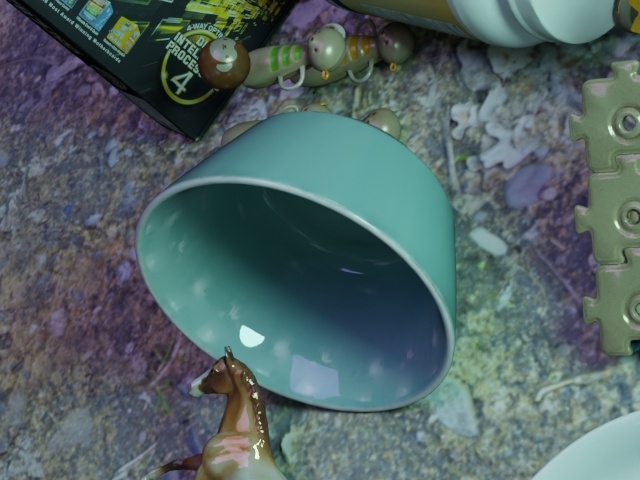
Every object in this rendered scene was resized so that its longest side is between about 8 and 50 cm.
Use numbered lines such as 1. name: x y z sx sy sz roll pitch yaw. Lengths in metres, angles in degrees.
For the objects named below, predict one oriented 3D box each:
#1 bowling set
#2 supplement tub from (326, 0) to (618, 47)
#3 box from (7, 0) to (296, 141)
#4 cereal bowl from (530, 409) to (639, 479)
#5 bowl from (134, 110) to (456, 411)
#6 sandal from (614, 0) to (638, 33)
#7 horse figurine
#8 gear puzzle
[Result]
1. bowling set: -0.018 -0.135 1.604 0.154 0.200 0.287 -10 62 31
2. supplement tub: 0.146 -0.317 1.561 0.316 0.228 0.228 20 77 43
3. box: -0.187 -0.340 1.714 0.097 0.395 0.318 26 80 46
4. cereal bowl: 0.281 0.296 1.140 0.339 0.141 0.339 -19 54 28
5. bowl: 0.000 0.000 1.460 0.311 0.311 0.163 -5 43 35
6. sandal: 0.352 -0.263 1.479 0.180 0.072 0.049 -49 34 10
7. horse figurine: -0.075 0.253 1.469 0.174 0.066 0.263 -41 62 11
8. gear puzzle: 0.300 -0.070 1.318 0.175 0.044 0.339 -3 95 29
